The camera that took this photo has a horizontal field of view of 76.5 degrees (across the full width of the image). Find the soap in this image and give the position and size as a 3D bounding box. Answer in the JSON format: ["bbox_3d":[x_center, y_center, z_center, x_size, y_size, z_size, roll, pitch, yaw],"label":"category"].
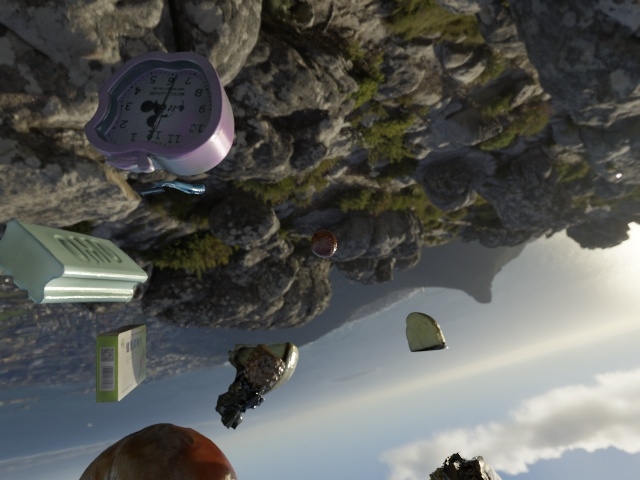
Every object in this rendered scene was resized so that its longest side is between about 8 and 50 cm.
[{"bbox_3d":[-0.509,0.052,0.850,0.087,0.160,0.265,-51,168,-1],"label":"soap"}]

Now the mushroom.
[{"bbox_3d":[-0.230,0.530,1.617,0.292,0.217,0.212,-2,148,21],"label":"mushroom"}]

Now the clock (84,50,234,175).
[{"bbox_3d":[-0.373,-0.292,0.974,0.339,0.338,0.102,-16,159,1],"label":"clock"}]

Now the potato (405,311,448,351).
[{"bbox_3d":[0.276,0.233,1.056,0.096,0.103,0.067,-18,170,39],"label":"potato"}]

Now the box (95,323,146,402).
[{"bbox_3d":[-0.575,0.346,1.185,0.062,0.175,0.260,-2,175,-8],"label":"box"}]

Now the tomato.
[{"bbox_3d":[-0.185,0.302,0.469,0.214,0.155,0.181,15,-178,38],"label":"tomato"}]

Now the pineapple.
[{"bbox_3d":[-0.199,0.410,1.129,0.237,0.111,0.119,-55,-176,-7],"label":"pineapple"}]

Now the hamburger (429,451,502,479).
[{"bbox_3d":[0.271,0.488,0.679,0.139,0.243,0.262,-41,139,11],"label":"hamburger"}]

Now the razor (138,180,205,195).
[{"bbox_3d":[-0.437,-0.162,1.249,0.082,0.042,0.253,-7,-177,19],"label":"razor"}]

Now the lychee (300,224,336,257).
[{"bbox_3d":[0.006,0.001,1.527,0.101,0.140,0.114,-24,144,7],"label":"lychee"}]
